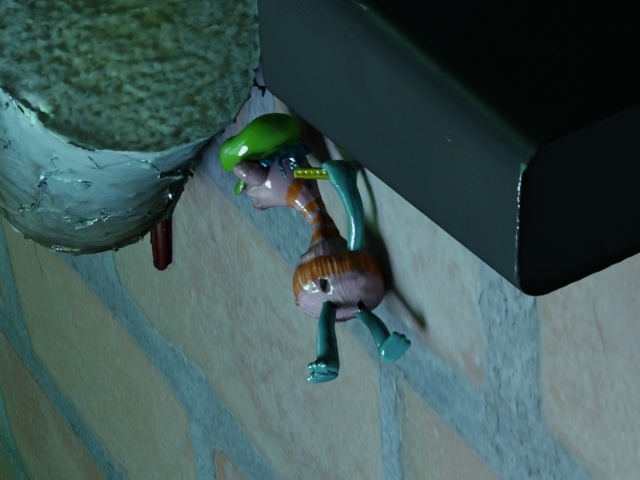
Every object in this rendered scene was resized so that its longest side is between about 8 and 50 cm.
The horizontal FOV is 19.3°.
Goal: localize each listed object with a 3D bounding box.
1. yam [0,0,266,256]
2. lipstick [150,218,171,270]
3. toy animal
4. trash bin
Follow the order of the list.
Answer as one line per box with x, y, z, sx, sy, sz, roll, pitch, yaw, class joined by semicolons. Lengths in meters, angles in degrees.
-0.181;-0.124;1.544;0.241;0.241;0.348;66;161;10;yam
-0.157;-0.030;1.824;0.027;0.027;0.176;55;156;33;lipstick
0.000;0.000;1.387;0.103;0.100;0.208;-39;62;45;toy animal
0.094;-0.090;0.955;0.225;0.165;0.115;45;148;43;trash bin
